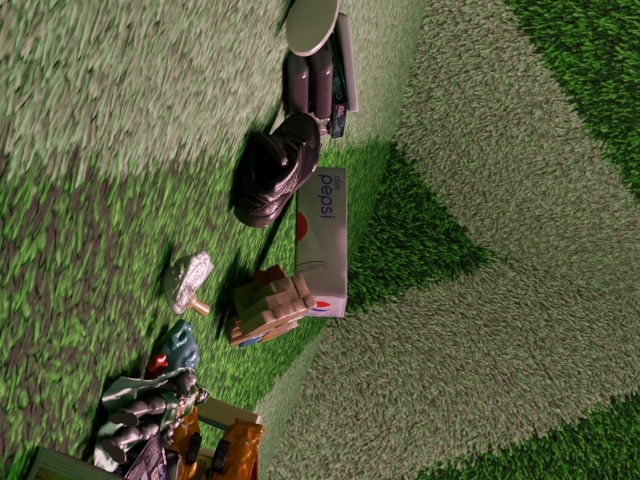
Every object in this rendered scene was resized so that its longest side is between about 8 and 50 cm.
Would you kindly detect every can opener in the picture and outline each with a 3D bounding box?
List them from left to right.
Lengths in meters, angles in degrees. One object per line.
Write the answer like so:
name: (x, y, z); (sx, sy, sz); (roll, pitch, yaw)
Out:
can opener: (-0.024, -0.240, 1.824); (0.283, 0.076, 0.095); (92, -14, -69)

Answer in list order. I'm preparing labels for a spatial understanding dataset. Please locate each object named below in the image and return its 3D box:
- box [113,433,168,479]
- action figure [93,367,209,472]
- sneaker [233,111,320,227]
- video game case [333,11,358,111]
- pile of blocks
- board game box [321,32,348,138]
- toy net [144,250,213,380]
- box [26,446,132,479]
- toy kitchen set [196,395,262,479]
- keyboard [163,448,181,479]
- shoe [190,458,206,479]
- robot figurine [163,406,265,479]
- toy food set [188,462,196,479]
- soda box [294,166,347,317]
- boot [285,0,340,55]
box: (-0.249, 0.360, 1.417); (0.220, 0.051, 0.175); (-60, 148, -62)
action figure: (-0.199, 0.212, 1.414); (0.137, 0.063, 0.232); (-69, 165, 14)
sneaker: (-0.052, -0.133, 1.691); (0.227, 0.087, 0.130); (-57, 172, -39)
video game case: (0.040, -0.302, 1.900); (0.143, 0.019, 0.157); (-109, -168, -76)
pile of blocks: (-0.112, 0.111, 1.985); (0.362, 0.149, 0.112); (122, -54, -76)
board game box: (0.019, -0.259, 1.916); (0.186, 0.026, 0.126); (96, -17, -78)
toy net: (-0.191, 0.103, 1.447); (0.122, 0.045, 0.232); (-38, 149, -43)
box: (-0.262, 0.327, 1.143); (0.103, 0.114, 0.203); (84, 27, -75)
toy kitchen set: (-0.179, 0.362, 1.948); (0.207, 0.122, 0.166); (77, 33, -78)
keyboard: (-0.255, 0.381, 1.566); (0.038, 0.100, 0.192); (-6, -107, 53)
shoe: (-0.260, 0.460, 1.896); (0.219, 0.058, 0.076); (-67, -166, -4)
robot figurine: (-0.189, 0.389, 1.634); (0.085, 0.211, 0.291); (149, -42, -76)
toy food set: (-0.233, 0.447, 1.729); (0.104, 0.111, 0.232); (108, -24, -71)
soda box: (0.000, 0.000, 2.153); (0.091, 0.098, 0.286); (99, -7, -60)
boot: (0.002, -0.339, 1.623); (0.086, 0.069, 0.190); (73, 35, -75)
